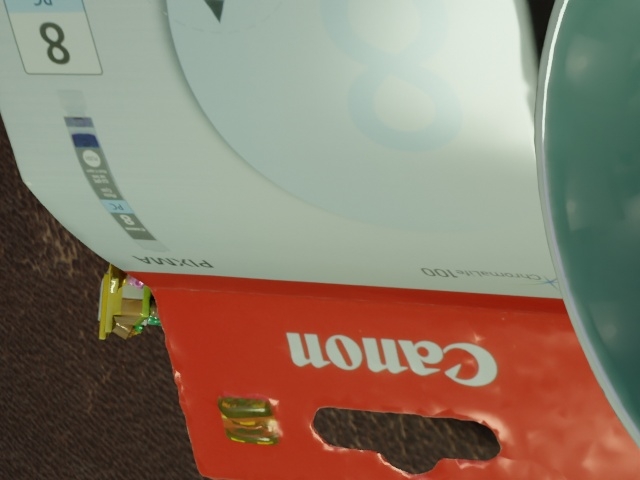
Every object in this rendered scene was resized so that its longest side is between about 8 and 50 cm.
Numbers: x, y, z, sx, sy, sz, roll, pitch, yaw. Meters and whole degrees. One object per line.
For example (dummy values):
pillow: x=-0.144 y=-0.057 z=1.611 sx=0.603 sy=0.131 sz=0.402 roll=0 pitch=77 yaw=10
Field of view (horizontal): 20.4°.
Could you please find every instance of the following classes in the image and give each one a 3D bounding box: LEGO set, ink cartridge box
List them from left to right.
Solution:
LEGO set: x=-0.088 y=0.004 z=1.195 sx=0.287 sy=0.107 sz=0.132 roll=104 pitch=167 yaw=-47
ink cartridge box: x=0.000 y=0.000 z=0.919 sx=0.308 sy=0.091 sz=0.385 roll=2 pitch=119 yaw=29

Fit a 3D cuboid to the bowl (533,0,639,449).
bowl: x=0.243 y=-0.022 z=0.638 sx=0.311 sy=0.163 sz=0.311 roll=31 pitch=131 yaw=42
